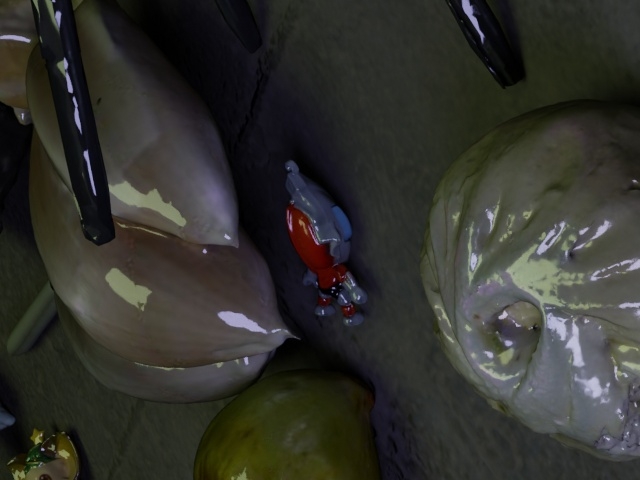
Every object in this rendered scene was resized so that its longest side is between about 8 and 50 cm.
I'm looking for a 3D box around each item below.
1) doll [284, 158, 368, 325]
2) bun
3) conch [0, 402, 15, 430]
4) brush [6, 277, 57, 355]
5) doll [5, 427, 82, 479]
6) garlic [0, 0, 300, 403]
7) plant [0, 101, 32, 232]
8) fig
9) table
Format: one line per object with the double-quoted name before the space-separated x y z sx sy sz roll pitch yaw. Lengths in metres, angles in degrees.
"doll" 0.001 0.000 1.245 0.057 0.039 0.114 -110 4 -67
"bun" 0.130 0.030 0.985 0.193 0.128 0.178 52 142 25
"conch" -0.354 0.158 1.786 0.234 0.137 0.114 53 170 42
"brush" -0.209 0.041 1.585 0.042 0.039 0.299 62 148 13
"doll" -0.219 0.217 1.684 0.078 0.077 0.113 -32 47 32
"garlic" -0.126 -0.012 1.325 0.279 0.132 0.325 83 162 -56
"plant" -0.340 -0.114 1.545 0.215 0.213 0.312 36 123 46
"fig" -0.021 0.157 1.278 0.136 0.121 0.153 46 140 33
"table" -0.076 -0.165 1.085 0.317 0.317 0.249 14 131 53
